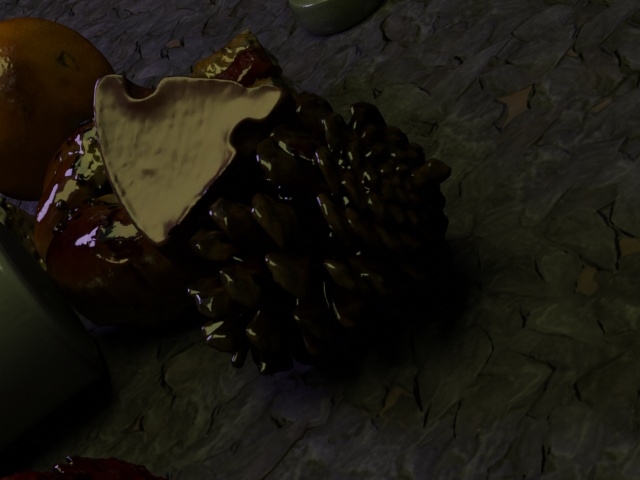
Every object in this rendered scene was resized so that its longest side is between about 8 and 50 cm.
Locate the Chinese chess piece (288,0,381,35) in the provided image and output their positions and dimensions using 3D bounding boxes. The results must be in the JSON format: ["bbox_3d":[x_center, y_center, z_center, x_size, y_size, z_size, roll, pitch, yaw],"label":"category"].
[{"bbox_3d":[0.024,-0.348,1.874,0.144,0.058,0.144,-24,33,17],"label":"Chinese chess piece"}]

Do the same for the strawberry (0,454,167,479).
[{"bbox_3d":[-0.222,0.291,1.109,0.274,0.220,0.274,-27,32,18],"label":"strawberry"}]

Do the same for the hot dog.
[{"bbox_3d":[-0.172,-0.068,1.577,0.365,0.196,0.367,-37,30,4],"label":"hot dog"}]

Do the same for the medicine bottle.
[{"bbox_3d":[-0.395,0.121,1.489,0.232,0.238,0.238,-37,32,-4],"label":"medicine bottle"}]

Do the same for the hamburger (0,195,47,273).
[{"bbox_3d":[-0.435,0.023,1.743,0.282,0.155,0.245,-9,51,54],"label":"hamburger"}]

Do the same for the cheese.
[{"bbox_3d":[-0.146,-0.101,1.360,0.177,0.128,0.203,37,87,19],"label":"cheese"}]

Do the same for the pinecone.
[{"bbox_3d":[0.000,0.000,1.284,0.309,0.244,0.244,-37,29,23],"label":"pinecone"}]

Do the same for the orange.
[{"bbox_3d":[-0.403,-0.184,1.883,0.261,0.261,0.261,-25,33,18],"label":"orange"}]
